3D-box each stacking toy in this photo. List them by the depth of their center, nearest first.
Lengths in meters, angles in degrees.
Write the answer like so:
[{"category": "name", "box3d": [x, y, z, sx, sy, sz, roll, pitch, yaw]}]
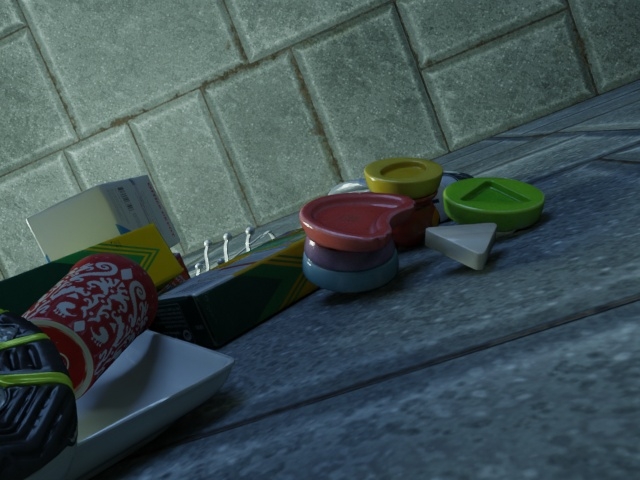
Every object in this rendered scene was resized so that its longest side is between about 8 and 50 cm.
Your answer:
[{"category": "stacking toy", "box3d": [0.139, -0.001, 0.767, 0.280, 0.130, 0.309, 16, 32, 33]}]

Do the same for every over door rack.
[{"category": "over door rack", "box3d": [-0.184, 0.016, 1.411, 0.324, 0.108, 0.240, -27, 9, -38]}]

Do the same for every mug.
[{"category": "mug", "box3d": [-0.256, 0.107, 0.587, 0.113, 0.150, 0.169, 16, 14, -5]}]

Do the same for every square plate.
[{"category": "square plate", "box3d": [-0.294, 0.194, 0.551, 0.347, 0.049, 0.344, -26, 13, -32]}]

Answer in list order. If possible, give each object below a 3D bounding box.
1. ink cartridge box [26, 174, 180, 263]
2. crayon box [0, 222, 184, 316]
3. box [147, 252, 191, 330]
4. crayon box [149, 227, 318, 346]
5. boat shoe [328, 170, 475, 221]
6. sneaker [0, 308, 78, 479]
[{"category": "ink cartridge box", "box3d": [-0.433, -0.018, 1.139, 0.168, 0.171, 0.232, -23, 7, 10]}, {"category": "crayon box", "box3d": [-0.438, 0.141, 0.874, 0.363, 0.106, 0.313, -36, -2, 36]}, {"category": "box", "box3d": [-0.344, 0.105, 1.147, 0.128, 0.122, 0.257, -26, 8, -21]}, {"category": "crayon box", "box3d": [-0.099, 0.062, 0.892, 0.323, 0.083, 0.203, -28, 9, -38]}, {"category": "boat shoe", "box3d": [0.158, -0.073, 1.104, 0.119, 0.121, 0.335, -18, 13, -42]}, {"category": "sneaker", "box3d": [-0.332, 0.138, 0.439, 0.385, 0.147, 0.145, 7, 20, 28]}]
